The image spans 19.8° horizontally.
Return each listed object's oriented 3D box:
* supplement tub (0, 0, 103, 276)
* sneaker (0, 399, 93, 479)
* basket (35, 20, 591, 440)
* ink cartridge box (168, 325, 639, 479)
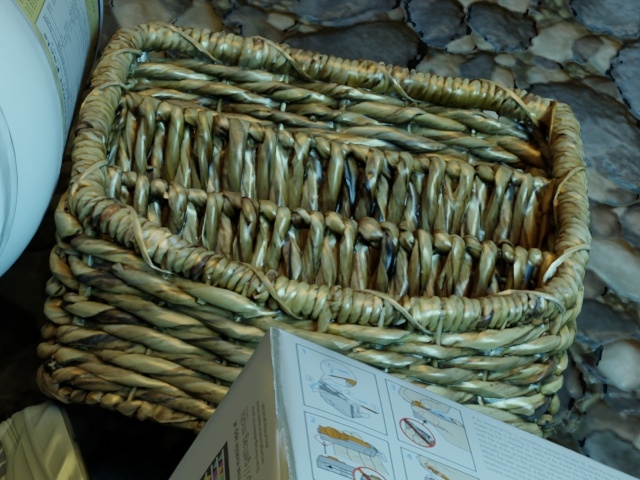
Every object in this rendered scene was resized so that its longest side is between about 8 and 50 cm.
[{"bbox_3d":[-0.258,-0.094,1.049,0.241,0.241,0.331,9,26,-4],"label":"supplement tub"},{"bbox_3d":[-0.149,0.223,0.957,0.122,0.110,0.283,-21,51,-7],"label":"sneaker"},{"bbox_3d":[0.000,0.000,1.046,0.299,0.223,0.213,12,5,-3],"label":"basket"},{"bbox_3d":[0.048,0.225,0.837,0.309,0.272,0.130,24,27,-20],"label":"ink cartridge box"}]
